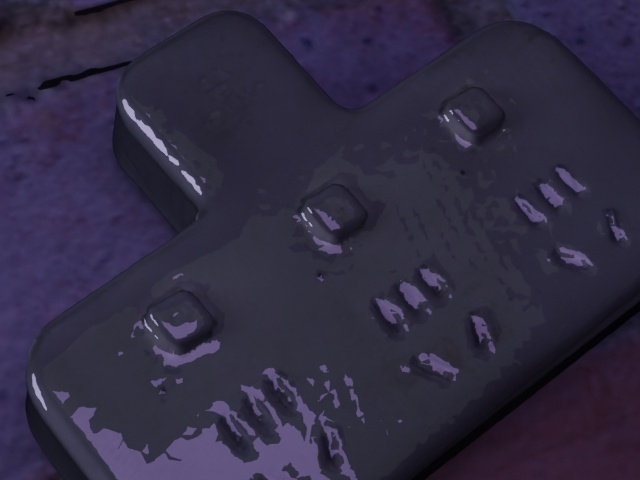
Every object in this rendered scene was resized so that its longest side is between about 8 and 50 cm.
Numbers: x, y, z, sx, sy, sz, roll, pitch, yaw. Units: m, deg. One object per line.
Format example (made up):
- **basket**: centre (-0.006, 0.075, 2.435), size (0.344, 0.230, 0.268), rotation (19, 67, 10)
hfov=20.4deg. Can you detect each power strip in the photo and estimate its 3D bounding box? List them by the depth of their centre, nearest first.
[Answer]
- **power strip**: centre (0.000, 0.000, 0.678), size (0.265, 0.059, 0.193), rotation (-35, 75, -25)
